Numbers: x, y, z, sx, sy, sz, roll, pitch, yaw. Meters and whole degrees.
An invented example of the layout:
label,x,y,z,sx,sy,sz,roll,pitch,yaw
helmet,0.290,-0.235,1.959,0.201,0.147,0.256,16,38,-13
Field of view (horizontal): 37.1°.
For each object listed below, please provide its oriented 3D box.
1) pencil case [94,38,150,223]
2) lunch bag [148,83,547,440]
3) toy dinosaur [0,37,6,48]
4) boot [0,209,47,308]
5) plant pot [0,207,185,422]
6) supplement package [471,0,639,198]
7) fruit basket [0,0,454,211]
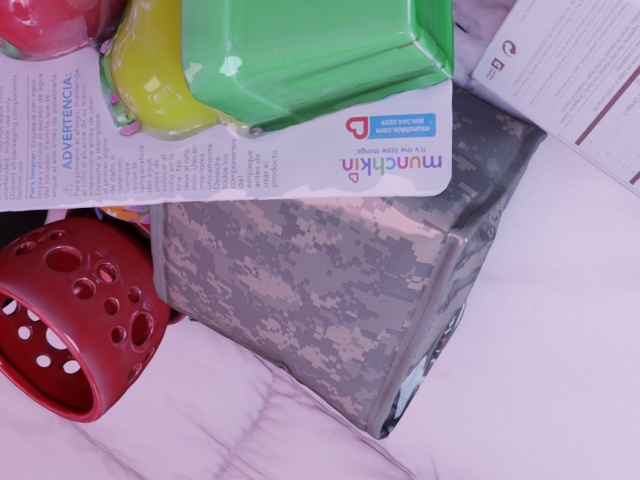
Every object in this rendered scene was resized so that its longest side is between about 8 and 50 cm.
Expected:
label,x,y,z,sx,sy,sz,roll,pitch,yaw
pencil case,-0.137,-0.140,0.747,0.124,0.124,0.284,28,141,17
lunch bag,0.000,0.000,0.726,0.235,0.169,0.287,31,136,13
toy dinosaur,-0.281,-0.142,0.801,0.200,0.127,0.295,90,160,-47
boot,-0.397,-0.013,1.102,0.115,0.112,0.305,50,144,6
plant pot,-0.242,0.062,0.979,0.191,0.174,0.191,22,137,22
supplement package,0.196,-0.096,0.521,0.179,0.105,0.105,37,141,5
fruit basket,-0.097,-0.179,0.552,0.353,0.165,0.326,-3,86,25
